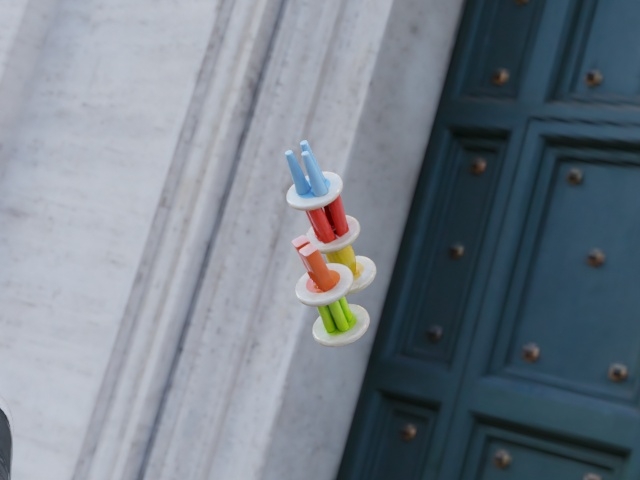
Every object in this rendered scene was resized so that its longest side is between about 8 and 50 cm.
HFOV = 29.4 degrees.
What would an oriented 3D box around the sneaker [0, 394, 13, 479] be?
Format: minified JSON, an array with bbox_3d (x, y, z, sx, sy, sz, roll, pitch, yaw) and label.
[{"bbox_3d":[-0.314,0.130,0.714,0.296,0.104,0.147,10,15,-28],"label":"sneaker"}]

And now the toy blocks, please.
[{"bbox_3d":[0.000,0.000,1.058,0.054,0.123,0.148,-11,-55,17],"label":"toy blocks"}]
